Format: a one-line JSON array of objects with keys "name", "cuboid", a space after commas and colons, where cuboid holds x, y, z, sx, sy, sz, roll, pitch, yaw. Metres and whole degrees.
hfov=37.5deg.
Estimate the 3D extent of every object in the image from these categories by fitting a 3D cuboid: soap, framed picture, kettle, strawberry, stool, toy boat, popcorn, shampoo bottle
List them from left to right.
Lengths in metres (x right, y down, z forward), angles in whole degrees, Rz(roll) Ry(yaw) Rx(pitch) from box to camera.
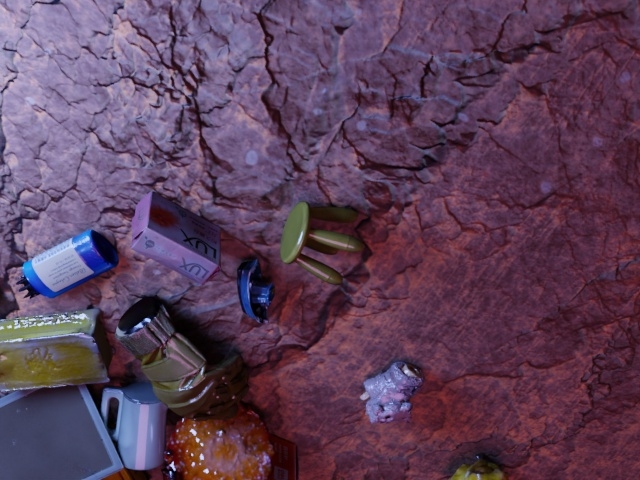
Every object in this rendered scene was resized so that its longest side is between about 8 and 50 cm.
[{"name": "framed picture", "cuboid": [-0.553, 0.400, 1.873, 0.296, 0.019, 0.232, -25, 88, 14]}, {"name": "soap", "cuboid": [-0.514, 0.209, 1.767, 0.233, 0.076, 0.135, -7, 129, 2]}, {"name": "shampoo bottle", "cuboid": [-0.451, 0.049, 1.658, 0.183, 0.050, 0.087, -25, 128, 16]}, {"name": "kettle", "cuboid": [-0.360, 0.360, 1.865, 0.126, 0.098, 0.148, 17, 110, 30]}, {"name": "strawberry", "cuboid": [-0.216, 0.453, 1.904, 0.233, 0.234, 0.178, 12, 146, -12]}, {"name": "toy boat", "cuboid": [-0.113, 0.095, 1.705, 0.060, 0.060, 0.137, 10, 127, 17]}, {"name": "stool", "cuboid": [0.000, 0.000, 1.606, 0.110, 0.134, 0.135, 16, 81, -18]}, {"name": "popcorn", "cuboid": [0.345, 0.543, 2.027, 0.148, 0.167, 0.152, -3, 95, -38]}]

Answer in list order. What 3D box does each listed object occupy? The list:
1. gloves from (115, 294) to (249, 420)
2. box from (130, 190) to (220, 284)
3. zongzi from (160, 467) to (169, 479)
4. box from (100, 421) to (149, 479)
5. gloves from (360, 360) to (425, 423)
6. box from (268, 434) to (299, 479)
[{"name": "gloves", "cuboid": [-0.248, 0.244, 1.766, 0.154, 0.141, 0.331, -27, 125, 16]}, {"name": "box", "cuboid": [-0.242, -0.004, 1.590, 0.156, 0.111, 0.060, 27, 122, -24]}, {"name": "zongzi", "cuboid": [-0.313, 0.535, 2.037, 0.067, 0.073, 0.083, 0, 132, -27]}, {"name": "box", "cuboid": [-0.537, 0.499, 1.988, 0.301, 0.084, 0.193, -12, 128, 7]}, {"name": "gloves", "cuboid": [0.145, 0.309, 1.872, 0.110, 0.094, 0.144, 3, 121, -20]}, {"name": "box", "cuboid": [-0.128, 0.517, 1.994, 0.099, 0.133, 0.182, 27, 120, -21]}]
